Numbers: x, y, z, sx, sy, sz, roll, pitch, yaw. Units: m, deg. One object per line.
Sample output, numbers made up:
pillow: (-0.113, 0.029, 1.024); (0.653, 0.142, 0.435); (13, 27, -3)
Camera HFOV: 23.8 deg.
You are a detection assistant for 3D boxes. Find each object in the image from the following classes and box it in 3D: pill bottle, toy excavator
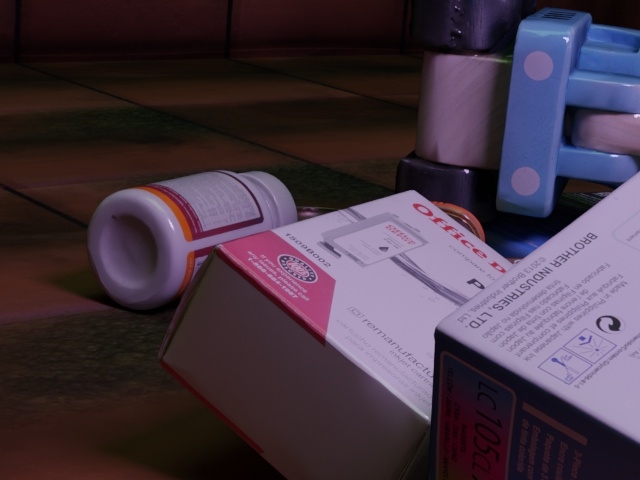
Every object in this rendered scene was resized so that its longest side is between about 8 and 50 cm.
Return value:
pill bottle: (-0.125, -0.007, 1.554); (0.121, 0.121, 0.221); (13, 16, 31)
toy excavator: (0.293, -0.111, 1.415); (0.445, 0.222, 0.433); (7, 13, 12)

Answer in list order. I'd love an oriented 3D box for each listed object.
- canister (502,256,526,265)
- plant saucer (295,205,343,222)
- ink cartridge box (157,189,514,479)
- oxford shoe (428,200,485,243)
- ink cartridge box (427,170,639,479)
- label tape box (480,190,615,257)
canister: (0.193, 0.071, 1.321); (0.170, 0.073, 0.126); (-1, 53, 27)
plant saucer: (0.000, 0.000, 1.737); (0.198, 0.036, 0.198); (5, 15, -1)
ink cartridge box: (0.051, 0.078, 1.143); (0.207, 0.117, 0.283); (38, 28, 21)
oxford shoe: (0.024, 0.036, 1.425); (0.271, 0.097, 0.098); (-16, 25, 24)
ink cartridge box: (0.294, 0.123, 0.881); (0.395, 0.151, 0.270); (28, 47, 36)
label tape box: (0.290, 0.029, 1.570); (0.347, 0.115, 0.249); (-1, 16, -30)
